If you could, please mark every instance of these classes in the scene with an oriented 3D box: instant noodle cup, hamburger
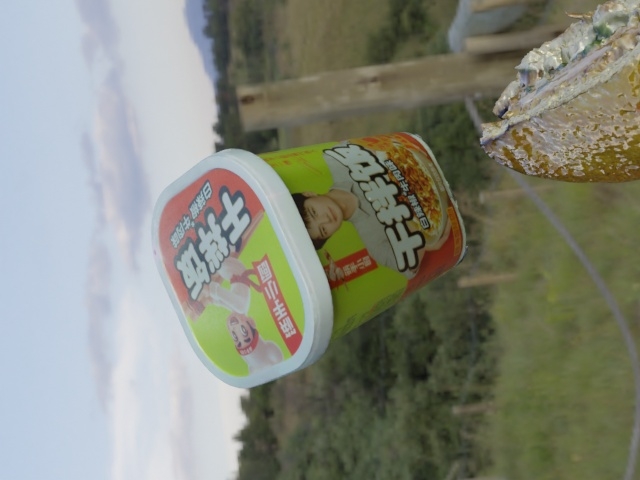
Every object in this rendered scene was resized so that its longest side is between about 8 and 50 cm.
[{"bbox_3d":[0.000,0.000,1.299,0.294,0.308,0.294,22,121,41],"label":"instant noodle cup"},{"bbox_3d":[0.268,-0.129,0.927,0.283,0.156,0.144,-28,38,64],"label":"hamburger"}]
